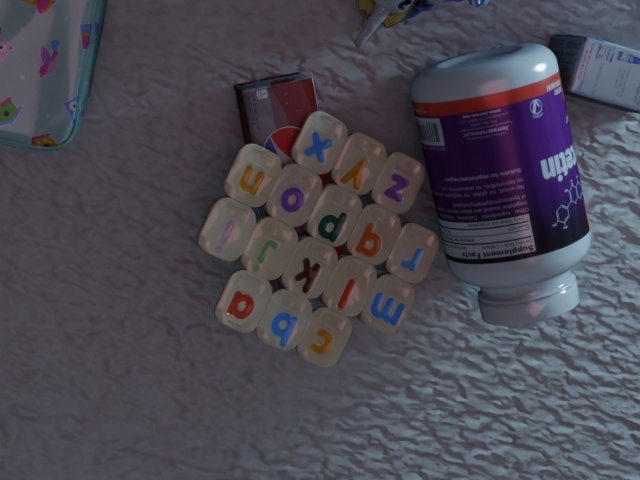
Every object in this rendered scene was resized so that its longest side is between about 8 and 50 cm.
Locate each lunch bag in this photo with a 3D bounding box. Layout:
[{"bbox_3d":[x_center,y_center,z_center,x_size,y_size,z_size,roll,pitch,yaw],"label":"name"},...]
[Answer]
[{"bbox_3d":[-0.366,-0.253,1.708,0.224,0.108,0.279,10,97,-5],"label":"lunch bag"}]

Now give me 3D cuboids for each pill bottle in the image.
[{"bbox_3d":[0.226,-0.067,1.807,0.182,0.181,0.322,-15,103,-6],"label":"pill bottle"}]

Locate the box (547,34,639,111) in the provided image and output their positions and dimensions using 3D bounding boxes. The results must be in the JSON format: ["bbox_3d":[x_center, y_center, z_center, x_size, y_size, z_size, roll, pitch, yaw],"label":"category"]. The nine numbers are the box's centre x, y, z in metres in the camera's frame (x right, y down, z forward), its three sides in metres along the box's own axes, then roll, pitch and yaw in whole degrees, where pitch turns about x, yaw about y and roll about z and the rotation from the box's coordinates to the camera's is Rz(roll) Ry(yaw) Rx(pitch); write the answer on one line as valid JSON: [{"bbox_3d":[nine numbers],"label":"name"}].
[{"bbox_3d":[0.359,-0.204,1.832,0.137,0.126,0.072,14,96,-13],"label":"box"}]

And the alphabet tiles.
[{"bbox_3d":[0.000,0.000,1.774,0.284,0.021,0.278,25,88,-21],"label":"alphabet tiles"}]

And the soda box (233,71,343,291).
[{"bbox_3d":[-0.036,-0.068,1.813,0.092,0.083,0.263,-12,103,-9],"label":"soda box"}]

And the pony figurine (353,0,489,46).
[{"bbox_3d":[0.148,-0.403,1.680,0.303,0.363,0.351,27,79,-6],"label":"pony figurine"}]
